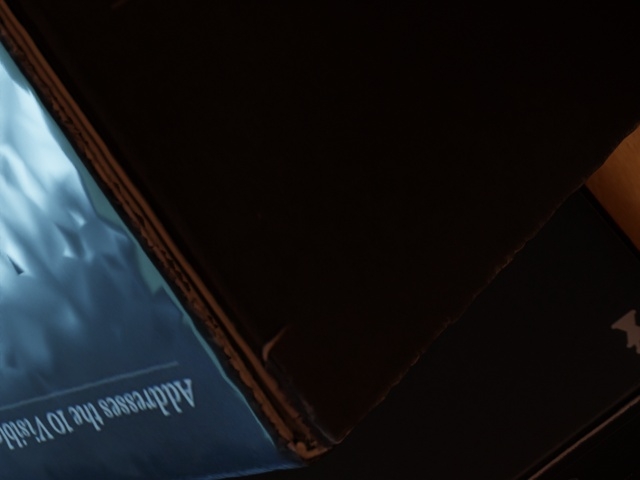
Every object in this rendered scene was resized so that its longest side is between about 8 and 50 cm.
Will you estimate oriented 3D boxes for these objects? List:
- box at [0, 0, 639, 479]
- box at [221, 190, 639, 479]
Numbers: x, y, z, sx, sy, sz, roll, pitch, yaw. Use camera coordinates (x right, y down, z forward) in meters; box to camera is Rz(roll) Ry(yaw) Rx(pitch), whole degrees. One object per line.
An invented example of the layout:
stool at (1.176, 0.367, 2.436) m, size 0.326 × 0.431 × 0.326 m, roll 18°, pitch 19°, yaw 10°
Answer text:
box at (-0.184, -0.143, 0.830) m, size 0.480 × 0.297 × 0.472 m, roll -17°, pitch 110°, yaw 51°
box at (0.059, 0.125, 1.233) m, size 0.212 × 0.293 × 0.395 m, roll 52°, pitch 173°, yaw 17°
